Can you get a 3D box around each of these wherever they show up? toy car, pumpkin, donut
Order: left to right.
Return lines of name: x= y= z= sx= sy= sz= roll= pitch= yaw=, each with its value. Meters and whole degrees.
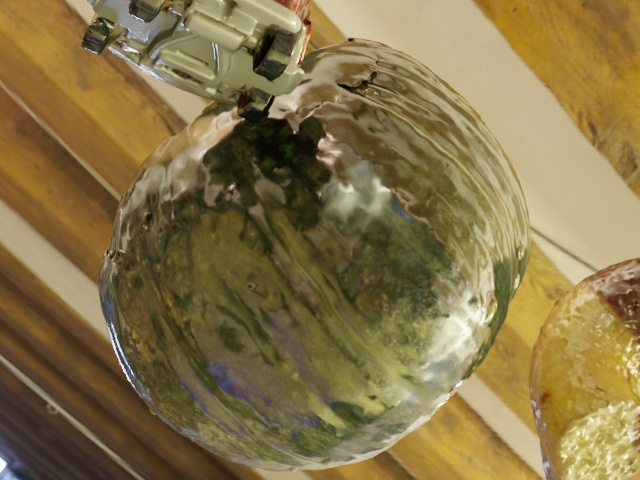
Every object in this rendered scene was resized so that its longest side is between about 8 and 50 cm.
toy car: x=-0.048 y=-0.135 z=0.378 sx=0.112 sy=0.112 sz=0.139 roll=22 pitch=-10 yaw=-20
pumpkin: x=0.000 y=0.000 z=0.560 sx=0.291 sy=0.328 sz=0.257 roll=-35 pitch=-82 yaw=20
donut: x=0.277 y=0.076 z=0.633 sx=0.112 sy=0.295 sz=0.151 roll=49 pitch=8 yaw=-43
